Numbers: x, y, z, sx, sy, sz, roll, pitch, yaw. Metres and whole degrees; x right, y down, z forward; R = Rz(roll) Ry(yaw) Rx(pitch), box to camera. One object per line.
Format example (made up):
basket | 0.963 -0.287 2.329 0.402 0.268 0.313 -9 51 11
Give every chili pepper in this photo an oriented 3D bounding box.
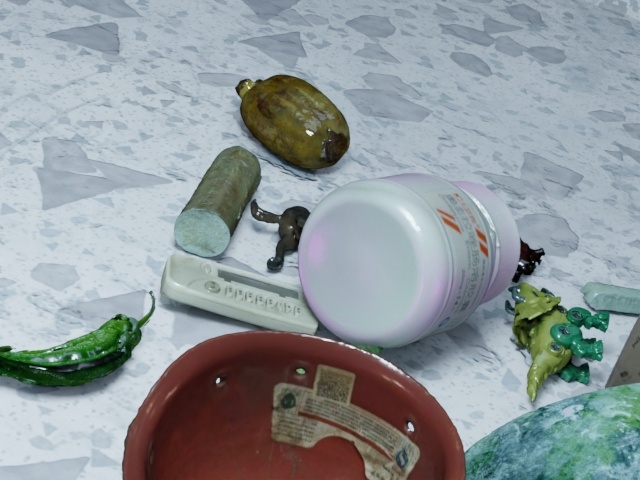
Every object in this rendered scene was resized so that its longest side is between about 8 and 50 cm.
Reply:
chili pepper | -0.314 0.141 1.720 0.279 0.065 0.122 -11 43 -33

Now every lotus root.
lotus root | -0.057 -0.219 2.394 0.145 0.128 0.260 -26 48 -37

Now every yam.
yam | -0.155 -0.066 2.121 0.093 0.093 0.259 18 30 2

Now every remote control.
remote control | -0.115 0.082 1.932 0.230 0.049 0.090 16 30 -13

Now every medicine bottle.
medicine bottle | 0.138 0.021 1.971 0.241 0.241 0.302 33 24 26

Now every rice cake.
rice cake | 0.548 0.104 2.242 0.245 0.042 0.045 8 19 -17

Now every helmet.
helmet | -0.043 0.294 1.437 0.338 0.230 0.385 23 39 13

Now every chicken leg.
chicken leg | 0.262 0.020 2.222 0.234 0.063 0.105 9 26 -9

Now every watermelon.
watermelon | 0.332 0.333 1.622 0.387 0.258 0.228 -20 41 21

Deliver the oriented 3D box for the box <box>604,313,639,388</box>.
box | 0.616 0.179 1.969 0.297 0.225 0.190 33 31 25

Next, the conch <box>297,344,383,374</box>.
conch | 0.003 0.187 1.805 0.201 0.079 0.095 -10 18 -26

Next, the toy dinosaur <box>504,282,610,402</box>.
toy dinosaur | 0.350 0.160 2.010 0.153 0.094 0.259 15 37 -3

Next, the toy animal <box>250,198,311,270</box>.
toy animal | 0.000 0.000 2.120 0.233 0.084 0.148 12 17 -12
